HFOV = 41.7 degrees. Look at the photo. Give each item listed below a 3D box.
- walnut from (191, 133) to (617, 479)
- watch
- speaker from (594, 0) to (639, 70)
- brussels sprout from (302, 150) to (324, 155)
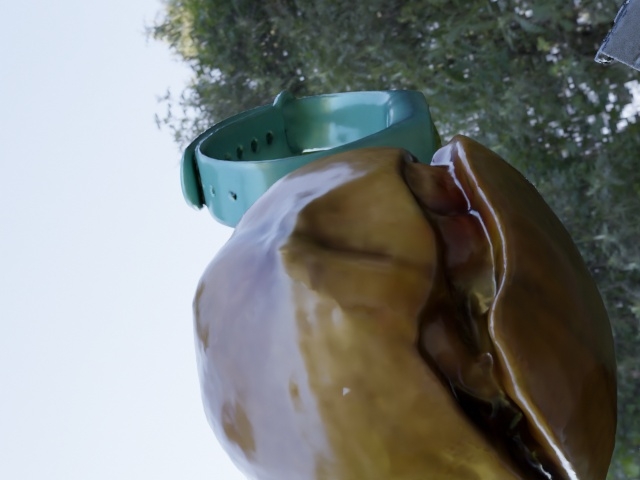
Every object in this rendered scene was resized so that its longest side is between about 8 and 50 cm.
[{"bbox_3d":[0.059,0.087,0.463,0.336,0.209,0.209,64,-142,-44],"label":"walnut"},{"bbox_3d":[-0.003,-0.070,0.671,0.237,0.195,0.068,-80,-18,-68],"label":"watch"},{"bbox_3d":[0.615,-0.410,1.414,0.184,0.254,0.232,30,-133,9],"label":"speaker"},{"bbox_3d":[0.000,0.000,1.373,0.276,0.315,0.371,1,-70,-22],"label":"brussels sprout"}]
